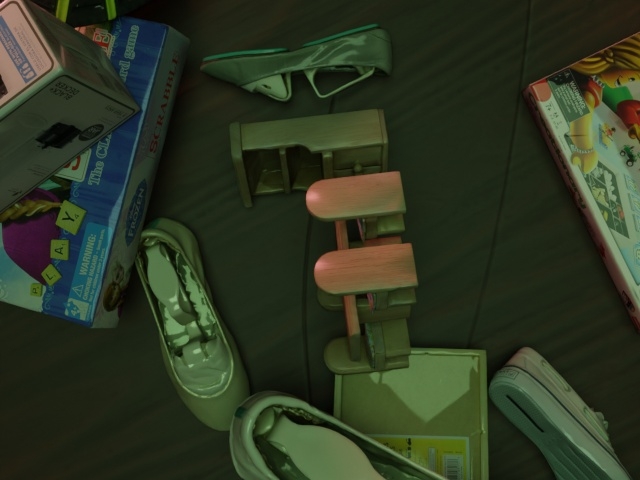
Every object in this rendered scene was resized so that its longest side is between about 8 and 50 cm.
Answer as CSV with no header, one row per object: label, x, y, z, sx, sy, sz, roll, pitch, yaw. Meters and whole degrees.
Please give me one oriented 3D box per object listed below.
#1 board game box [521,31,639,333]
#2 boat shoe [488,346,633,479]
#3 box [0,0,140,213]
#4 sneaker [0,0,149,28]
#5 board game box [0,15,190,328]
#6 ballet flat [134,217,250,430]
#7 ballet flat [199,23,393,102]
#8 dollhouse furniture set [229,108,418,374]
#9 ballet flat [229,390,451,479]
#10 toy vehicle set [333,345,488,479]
board game box,0.375,-0.072,1.042,0.192,0.053,0.305,-26,89,0
boat shoe,0.280,0.209,1.027,0.226,0.083,0.076,51,54,-8
box,-0.334,-0.089,0.897,0.290,0.169,0.087,-35,79,9
sneaker,-0.194,-0.353,0.987,0.384,0.147,0.145,-44,128,-19
board game box,-0.330,-0.099,1.017,0.317,0.066,0.319,13,89,14
ballet flat,-0.145,0.095,1.035,0.086,0.086,0.249,-22,89,1
ballet flat,-0.024,-0.185,1.043,0.213,0.072,0.068,-11,95,1
dollhouse furniture set,0.000,0.000,0.976,0.160,0.212,0.242,-6,63,-1
ballet flat,0.082,0.268,0.918,0.400,0.139,0.139,29,90,9
toy vehicle set,0.094,0.247,1.013,0.165,0.035,0.267,2,72,1
